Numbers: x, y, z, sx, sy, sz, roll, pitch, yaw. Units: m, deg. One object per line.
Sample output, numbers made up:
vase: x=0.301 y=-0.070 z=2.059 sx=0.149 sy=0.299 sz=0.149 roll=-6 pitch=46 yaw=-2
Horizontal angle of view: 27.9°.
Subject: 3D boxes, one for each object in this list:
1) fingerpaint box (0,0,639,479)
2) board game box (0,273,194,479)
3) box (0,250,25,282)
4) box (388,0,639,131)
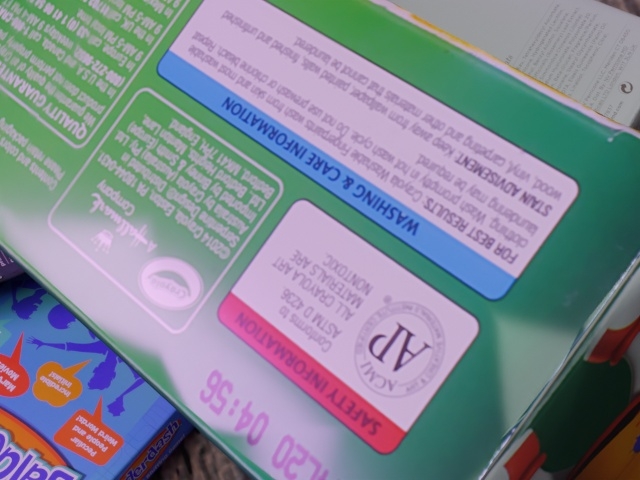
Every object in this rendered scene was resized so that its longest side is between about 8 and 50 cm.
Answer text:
fingerpaint box: x=0.000 y=0.000 z=0.627 sx=0.445 sy=0.371 sz=0.163 roll=36 pitch=90 yaw=34
board game box: x=-0.171 y=0.103 z=0.833 sx=0.160 sy=0.047 sz=0.210 roll=32 pitch=65 yaw=22
box: x=-0.264 y=-0.028 z=0.864 sx=0.207 sy=0.153 sz=0.108 roll=-21 pitch=111 yaw=11
box: x=0.123 y=-0.089 z=0.789 sx=0.170 sy=0.130 sz=0.091 roll=27 pitch=76 yaw=22
